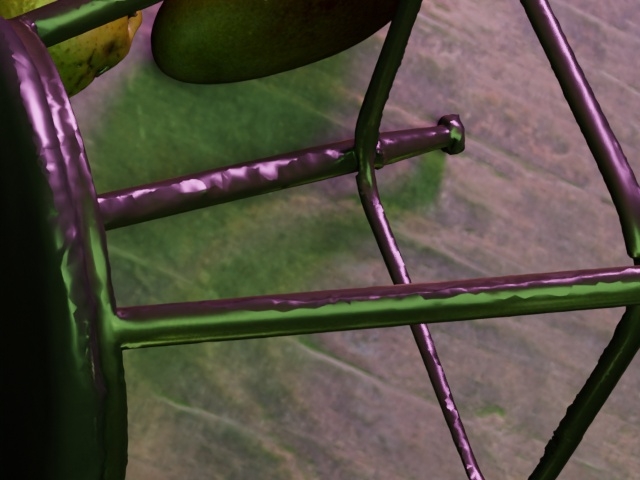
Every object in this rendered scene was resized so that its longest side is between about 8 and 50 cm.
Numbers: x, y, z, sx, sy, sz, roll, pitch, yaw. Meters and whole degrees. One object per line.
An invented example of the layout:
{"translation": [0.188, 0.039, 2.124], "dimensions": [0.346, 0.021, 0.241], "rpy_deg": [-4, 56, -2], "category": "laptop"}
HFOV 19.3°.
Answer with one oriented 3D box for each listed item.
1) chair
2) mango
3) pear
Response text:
{"translation": [0.000, 0.000, 1.100], "dimensions": [0.410, 0.362, 0.365], "rpy_deg": [-10, 60, -20], "category": "chair"}
{"translation": [0.003, -0.189, 1.293], "dimensions": [0.267, 0.133, 0.111], "rpy_deg": [-36, 77, -2], "category": "mango"}
{"translation": [-0.190, -0.152, 1.210], "dimensions": [0.141, 0.141, 0.104], "rpy_deg": [-33, 122, -16], "category": "pear"}
